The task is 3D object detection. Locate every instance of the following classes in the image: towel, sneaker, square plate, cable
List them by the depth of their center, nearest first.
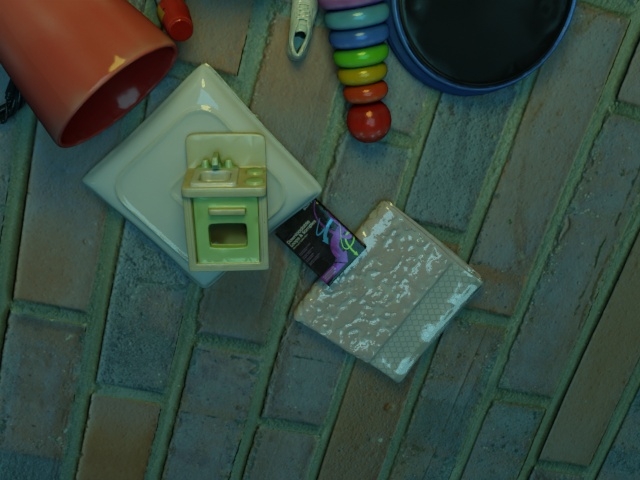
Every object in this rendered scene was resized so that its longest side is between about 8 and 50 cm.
[{"bbox_3d":[-0.605,-0.309,1.119,0.150,0.047,0.185,-15,107,-8],"label":"cable"},{"bbox_3d":[-0.032,-0.416,1.149,0.053,0.061,0.152,5,106,-8],"label":"sneaker"},{"bbox_3d":[-0.232,-0.105,1.210,0.347,0.049,0.344,-39,111,13],"label":"square plate"},{"bbox_3d":[0.156,0.124,1.362,0.317,0.053,0.332,36,100,-17],"label":"towel"}]

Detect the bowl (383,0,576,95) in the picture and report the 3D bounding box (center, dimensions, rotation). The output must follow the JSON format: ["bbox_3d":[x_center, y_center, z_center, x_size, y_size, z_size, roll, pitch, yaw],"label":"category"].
[{"bbox_3d":[0.308,-0.475,1.168,0.391,0.077,0.391,-2,109,-7],"label":"bowl"}]

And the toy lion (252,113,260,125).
[{"bbox_3d":[-0.151,-0.201,1.223,0.100,0.034,0.096,-8,117,-5],"label":"toy lion"}]

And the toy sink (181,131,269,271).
[{"bbox_3d":[-0.173,-0.070,1.131,0.152,0.131,0.234,-1,115,-5],"label":"toy sink"}]

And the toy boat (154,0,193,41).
[{"bbox_3d":[-0.194,-0.494,1.017,0.267,0.148,0.318,13,129,-41],"label":"toy boat"}]

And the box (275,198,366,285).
[{"bbox_3d":[0.000,0.000,1.284,0.162,0.029,0.116,43,99,2],"label":"box"}]

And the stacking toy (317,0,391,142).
[{"bbox_3d":[0.078,-0.349,1.163,0.141,0.141,0.330,-12,117,-4],"label":"stacking toy"}]

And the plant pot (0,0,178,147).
[{"bbox_3d":[-0.420,-0.335,1.029,0.275,0.275,0.243,-39,98,6],"label":"plant pot"}]
